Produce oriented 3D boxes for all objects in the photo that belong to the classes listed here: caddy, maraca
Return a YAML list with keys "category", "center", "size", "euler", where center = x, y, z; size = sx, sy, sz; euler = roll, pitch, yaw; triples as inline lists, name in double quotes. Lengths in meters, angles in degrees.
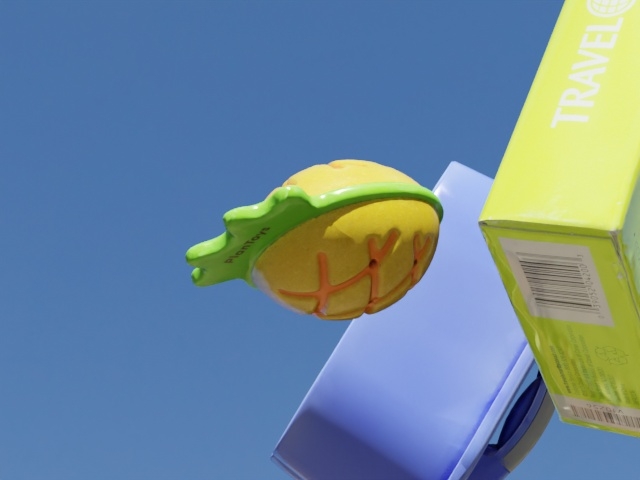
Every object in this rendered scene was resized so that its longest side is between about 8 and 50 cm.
- category: "caddy"
  center: [0.105, 0.105, 1.082]
  size: [0.179, 0.241, 0.341]
  euler: [32, -101, 2]
- category: "maraca"
  center: [0.000, 0.000, 0.851]
  size: [0.186, 0.099, 0.127]
  euler: [1, -36, -44]

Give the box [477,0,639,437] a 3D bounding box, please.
- category: "box"
  center: [0.105, -0.043, 0.408]
  size: [0.042, 0.178, 0.109]
  euler: [7, -33, 29]
